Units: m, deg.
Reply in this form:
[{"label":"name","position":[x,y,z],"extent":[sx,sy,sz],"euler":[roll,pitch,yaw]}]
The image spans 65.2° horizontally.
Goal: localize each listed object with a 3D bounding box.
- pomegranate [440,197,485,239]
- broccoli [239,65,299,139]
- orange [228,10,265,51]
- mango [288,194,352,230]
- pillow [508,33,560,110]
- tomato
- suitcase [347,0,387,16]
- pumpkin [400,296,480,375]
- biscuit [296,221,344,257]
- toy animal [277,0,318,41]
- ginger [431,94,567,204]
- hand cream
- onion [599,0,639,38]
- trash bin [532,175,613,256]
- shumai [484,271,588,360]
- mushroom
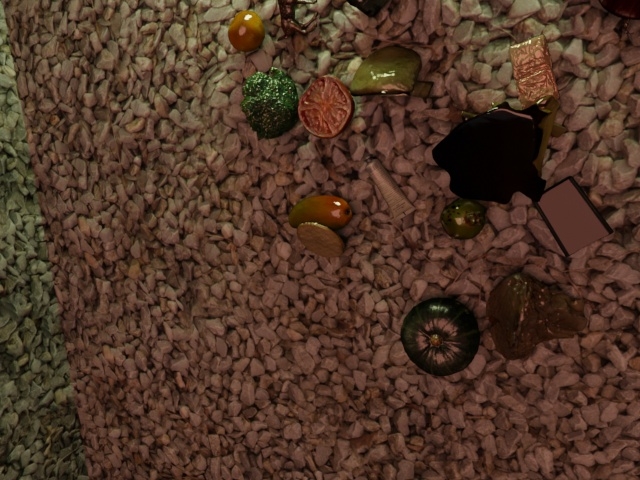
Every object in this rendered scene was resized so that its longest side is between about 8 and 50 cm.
[{"label":"pomegranate","position":[0.518,-0.078,1.794],"extent":[0.159,0.205,0.159],"euler":[0,91,-5]},{"label":"broccoli","position":[-0.206,-0.537,1.980],"extent":[0.241,0.261,0.269],"euler":[25,152,39]},{"label":"orange","position":[-0.289,-0.822,1.975],"extent":[0.136,0.159,0.159],"euler":[32,117,-28]},{"label":"mango","position":[-0.003,-0.112,2.025],"extent":[0.289,0.129,0.146],"euler":[4,130,25]},{"label":"pillow","position":[0.718,-0.563,1.687],"extent":[0.126,0.043,0.233],"euler":[-12,99,29]},{"label":"tomato","position":[0.031,-0.517,1.943],"extent":[0.236,0.095,0.237],"euler":[7,106,24]},{"label":"suitcase","position":[0.214,-0.932,1.716],"extent":[0.128,0.202,0.312],"euler":[47,113,6]},{"label":"pumpkin","position":[0.460,0.362,1.911],"extent":[0.300,0.207,0.300],"euler":[-1,89,29]},{"label":"biscuit","position":[-0.001,0.001,2.042],"extent":[0.219,0.033,0.220],"euler":[19,149,12]},{"label":"toy animal","position":[-0.142,-0.907,1.930],"extent":[0.259,0.087,0.244],"euler":[1,100,19]},{"label":"ginger","position":[0.622,-0.309,1.720],"extent":[0.413,0.211,0.359],"euler":[-14,110,33]},{"label":"hand cream","position":[0.258,-0.211,1.945],"extent":[0.095,0.059,0.276],"euler":[-32,94,23]},{"label":"onion","position":[0.946,-0.758,1.481],"extent":[0.273,0.285,0.273],"euler":[-4,65,9]},{"label":"trash bin","position":[0.847,-0.086,1.702],"extent":[0.165,0.115,0.226],"euler":[-34,86,24]},{"label":"shumai","position":[0.774,0.262,1.812],"extent":[0.283,0.217,0.346],"euler":[-9,112,-8]},{"label":"mushroom","position":[0.250,-0.590,1.771],"extent":[0.291,0.217,0.212],"euler":[19,105,18]}]
